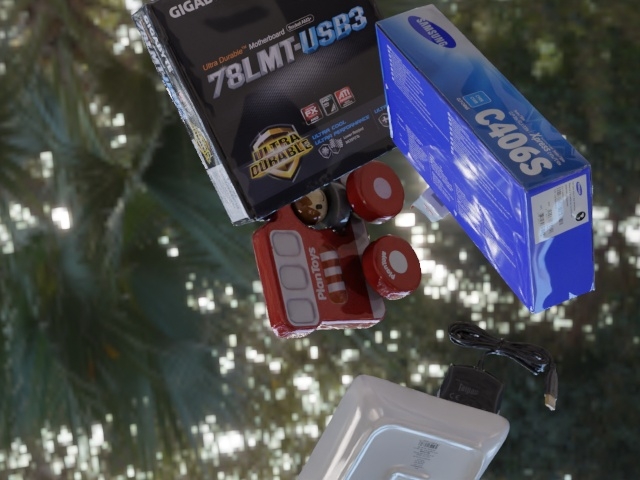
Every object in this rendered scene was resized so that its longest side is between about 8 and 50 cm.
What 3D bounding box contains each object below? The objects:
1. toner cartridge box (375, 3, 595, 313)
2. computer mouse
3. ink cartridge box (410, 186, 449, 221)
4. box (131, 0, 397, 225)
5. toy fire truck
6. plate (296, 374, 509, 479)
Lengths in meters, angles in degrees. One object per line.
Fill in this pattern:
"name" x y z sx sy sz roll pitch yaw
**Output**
"toner cartridge box" 0.167 -0.094 1.471 0.075 0.165 0.348 -20 -139 -12
"computer mouse" 0.260 0.246 2.106 0.184 0.060 0.262 16 -136 2
"ink cartridge box" 0.177 -0.079 1.708 0.145 0.045 0.179 -43 175 -3
"box" -0.042 -0.210 1.758 0.295 0.293 0.073 -28 -173 -26
"toy fire truck" 0.000 0.000 2.194 0.254 0.302 0.169 1 160 -42
"plate" 0.102 0.336 1.920 0.277 0.278 0.045 20 -164 -30
